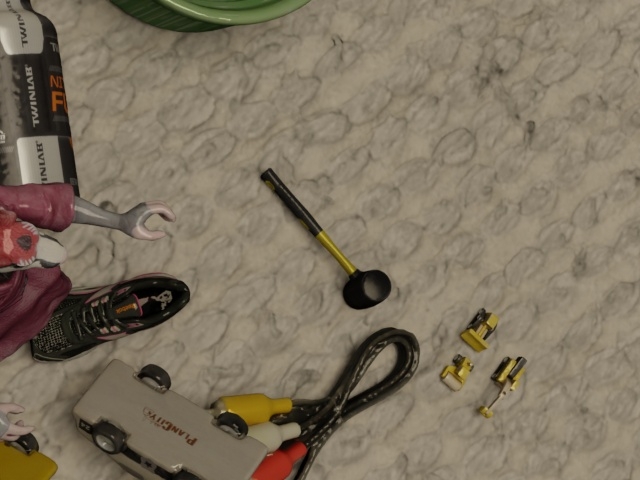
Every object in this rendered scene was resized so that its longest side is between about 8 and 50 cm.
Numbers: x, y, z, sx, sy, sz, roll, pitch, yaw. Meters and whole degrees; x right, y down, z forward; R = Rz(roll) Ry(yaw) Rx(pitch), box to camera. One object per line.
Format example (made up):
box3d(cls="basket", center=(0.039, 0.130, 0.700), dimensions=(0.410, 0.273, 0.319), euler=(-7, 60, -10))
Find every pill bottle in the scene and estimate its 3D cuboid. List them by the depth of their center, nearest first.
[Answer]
box3d(cls="pill bottle", center=(-0.316, -0.142, 1.790), dimensions=(0.130, 0.130, 0.246), euler=(-8, 88, -24))

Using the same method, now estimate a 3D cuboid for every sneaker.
box3d(cls="sneaker", center=(-0.213, 0.070, 1.845), dimensions=(0.178, 0.077, 0.072), euler=(-24, 94, -23))

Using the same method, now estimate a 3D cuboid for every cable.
box3d(cls="cable", center=(0.002, 0.193, 1.929), dimensions=(0.287, 0.072, 0.139), euler=(-22, 95, -23))

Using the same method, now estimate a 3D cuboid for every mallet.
box3d(cls="mallet", center=(0.000, 0.000, 1.974), dimensions=(0.190, 0.062, 0.039), euler=(47, 67, 3))

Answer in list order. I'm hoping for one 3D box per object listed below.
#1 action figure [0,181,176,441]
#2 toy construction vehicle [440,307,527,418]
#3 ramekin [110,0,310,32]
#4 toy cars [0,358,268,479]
box3d(cls="action figure", center=(-0.313, 0.015, 1.627), dimensions=(0.275, 0.370, 0.248), euler=(36, 68, -2))
box3d(cls="toy construction vehicle", center=(0.188, 0.138, 2.038), dimensions=(0.086, 0.035, 0.098), euler=(45, 70, -14))
box3d(cls="ramekin", center=(-0.122, -0.360, 1.887), dimensions=(0.303, 0.148, 0.303), euler=(2, 84, -23))
box3d(cls="toy cars", center=(-0.253, 0.211, 1.787), dimensions=(0.393, 0.087, 0.176), euler=(-2, 52, -15))
